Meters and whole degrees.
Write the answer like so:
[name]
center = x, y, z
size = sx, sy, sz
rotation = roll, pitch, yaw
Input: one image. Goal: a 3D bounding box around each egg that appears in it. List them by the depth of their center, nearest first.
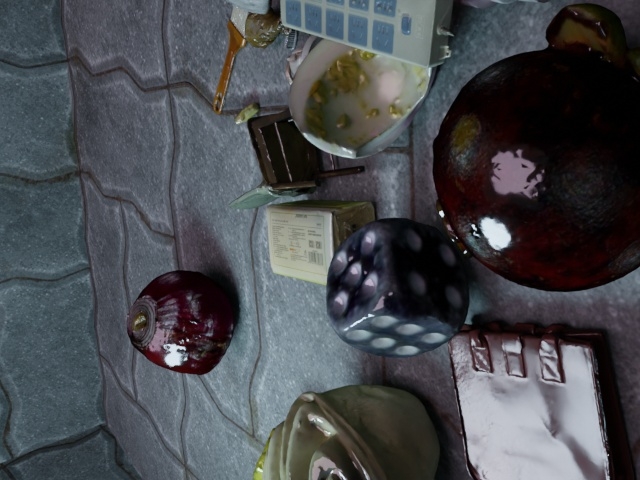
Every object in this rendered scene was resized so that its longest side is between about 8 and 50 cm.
[egg]
center = 0.083, -0.250, 0.941
size = 0.271, 0.162, 0.206
rotation = -36, 50, 7

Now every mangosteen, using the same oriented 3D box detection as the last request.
[mangosteen]
center = 0.282, -0.091, 0.648
size = 0.311, 0.311, 0.311
rotation = 20, 116, 47

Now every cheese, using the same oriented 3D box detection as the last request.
[cheese]
center = -0.184, -0.309, 1.355
size = 0.083, 0.044, 0.030
rotation = -20, 101, 50

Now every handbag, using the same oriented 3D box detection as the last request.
[handbag]
center = 0.328, 0.264, 0.852
size = 0.260, 0.084, 0.275
rotation = -9, 93, 53

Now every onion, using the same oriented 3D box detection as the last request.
[onion]
center = -0.402, 0.213, 1.616
size = 0.337, 0.282, 0.260
rotation = 37, 108, 52

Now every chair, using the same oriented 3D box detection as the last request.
[chair]
center = -0.076, -0.176, 1.172
size = 0.319, 0.160, 0.186
rotation = -5, 102, 52

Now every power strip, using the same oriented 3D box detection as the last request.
[power strip]
center = 0.058, -0.352, 0.840
size = 0.367, 0.043, 0.106
rotation = 33, 137, 39

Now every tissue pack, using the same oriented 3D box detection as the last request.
[tissue pack]
center = 0.000, 0.000, 1.151
size = 0.234, 0.125, 0.159
rotation = 7, 105, 52

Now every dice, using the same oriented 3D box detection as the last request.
[dice]
center = 0.126, 0.081, 0.926
size = 0.181, 0.182, 0.183
rotation = -39, 41, 46

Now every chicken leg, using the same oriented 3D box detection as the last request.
[chicken leg]
center = -0.108, -0.457, 1.170
size = 0.198, 0.069, 0.085
rotation = 26, 96, 57

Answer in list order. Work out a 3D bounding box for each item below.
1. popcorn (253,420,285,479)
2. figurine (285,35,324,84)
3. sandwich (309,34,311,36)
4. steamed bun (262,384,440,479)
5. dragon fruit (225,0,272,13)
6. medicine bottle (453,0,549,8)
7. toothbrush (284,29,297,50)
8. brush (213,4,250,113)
[popcorn]
center = -0.035, 0.568, 1.299
size = 0.250, 0.235, 0.241
rotation = 13, 94, 36
[figurine]
center = -0.011, -0.334, 1.074
size = 0.154, 0.132, 0.132
rotation = 17, 115, 58
[sandwich]
center = 0.006, -0.428, 1.086
size = 0.135, 0.029, 0.067
rotation = 40, 125, 39
[steamed bun]
center = 0.056, 0.469, 1.062
size = 0.352, 0.247, 0.339
rotation = -5, 97, 10
[dragon fruit]
center = -0.177, -0.576, 1.051
size = 0.204, 0.221, 0.283
rotation = 131, 146, -63
[medicine bottle]
center = 0.208, -0.394, 0.747
size = 0.247, 0.147, 0.147
rotation = 37, 128, 41
[toothbrush]
center = -0.039, -0.523, 1.117
size = 0.019, 0.025, 0.275
rotation = 43, 132, 37
[brush]
center = -0.230, -0.449, 1.393
size = 0.090, 0.017, 0.314
rotation = 56, 139, 28
